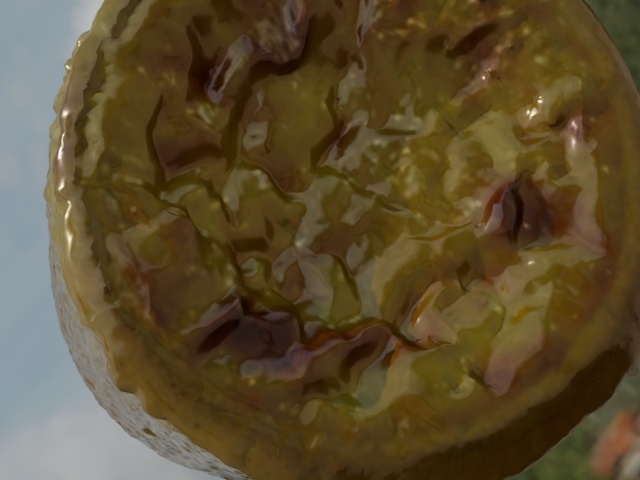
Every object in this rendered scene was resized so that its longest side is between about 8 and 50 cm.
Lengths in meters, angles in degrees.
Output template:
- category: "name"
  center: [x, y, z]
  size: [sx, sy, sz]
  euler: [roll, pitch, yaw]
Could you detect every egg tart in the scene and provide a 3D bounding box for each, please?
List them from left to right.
- category: "egg tart"
  center: [0.000, 0.000, 0.661]
  size: [0.202, 0.202, 0.147]
  euler: [-49, 0, -23]
